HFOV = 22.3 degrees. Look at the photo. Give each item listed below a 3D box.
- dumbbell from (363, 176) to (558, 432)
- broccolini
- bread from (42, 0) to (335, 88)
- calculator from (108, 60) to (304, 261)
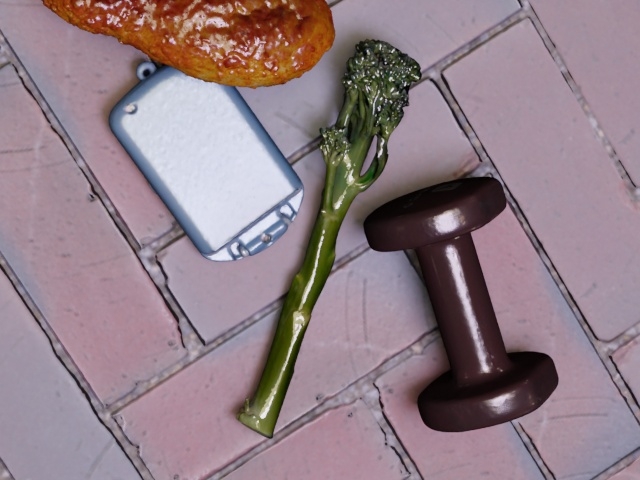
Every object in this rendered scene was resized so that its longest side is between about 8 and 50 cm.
[{"bbox_3d":[0.133,0.059,1.529,0.124,0.140,0.225,-12,102,30],"label":"dumbbell"},{"bbox_3d":[-0.004,-0.002,1.523,0.074,0.079,0.392,18,92,-30],"label":"broccolini"},{"bbox_3d":[-0.114,-0.216,1.463,0.269,0.095,0.139,20,50,-15],"label":"bread"},{"bbox_3d":[-0.106,-0.080,1.521,0.121,0.039,0.210,-37,101,-7],"label":"calculator"}]
